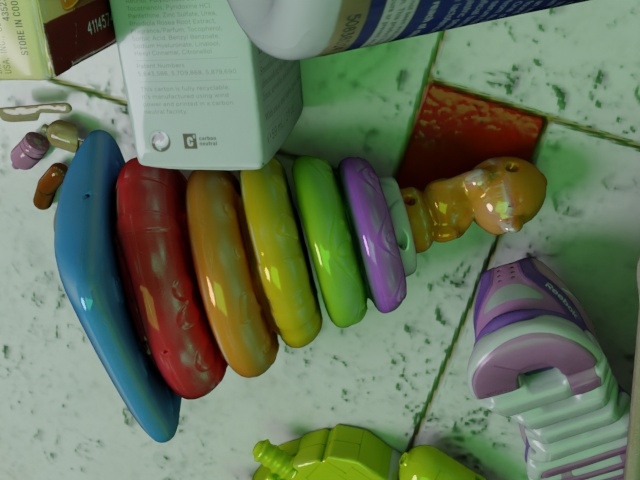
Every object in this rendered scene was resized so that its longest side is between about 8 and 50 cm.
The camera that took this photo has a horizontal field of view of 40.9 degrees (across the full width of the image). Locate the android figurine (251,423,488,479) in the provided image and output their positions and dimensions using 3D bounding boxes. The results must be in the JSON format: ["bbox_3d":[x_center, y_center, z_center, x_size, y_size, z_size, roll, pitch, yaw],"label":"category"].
[{"bbox_3d":[0.043,0.259,0.718,0.273,0.056,0.248,36,117,-9],"label":"android figurine"}]

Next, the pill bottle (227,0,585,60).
[{"bbox_3d":[0.085,-0.179,0.387,0.265,0.153,0.153,-15,116,-16],"label":"pill bottle"}]

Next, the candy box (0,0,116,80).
[{"bbox_3d":[-0.269,-0.154,0.505,0.317,0.183,0.087,1,115,11],"label":"candy box"}]

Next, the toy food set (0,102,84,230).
[{"bbox_3d":[-0.190,-0.047,0.636,0.078,0.019,0.122,-2,123,13],"label":"toy food set"}]

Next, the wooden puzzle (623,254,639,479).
[{"bbox_3d":[0.292,0.072,0.513,0.221,0.044,0.238,-18,127,-3],"label":"wooden puzzle"}]

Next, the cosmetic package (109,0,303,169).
[{"bbox_3d":[-0.067,-0.169,0.496,0.086,0.117,0.231,2,117,10],"label":"cosmetic package"}]

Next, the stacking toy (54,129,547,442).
[{"bbox_3d":[0.000,0.000,0.562,0.302,0.175,0.165,-15,133,1],"label":"stacking toy"}]

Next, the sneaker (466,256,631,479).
[{"bbox_3d":[0.166,0.096,0.595,0.095,0.104,0.236,-22,132,16],"label":"sneaker"}]
